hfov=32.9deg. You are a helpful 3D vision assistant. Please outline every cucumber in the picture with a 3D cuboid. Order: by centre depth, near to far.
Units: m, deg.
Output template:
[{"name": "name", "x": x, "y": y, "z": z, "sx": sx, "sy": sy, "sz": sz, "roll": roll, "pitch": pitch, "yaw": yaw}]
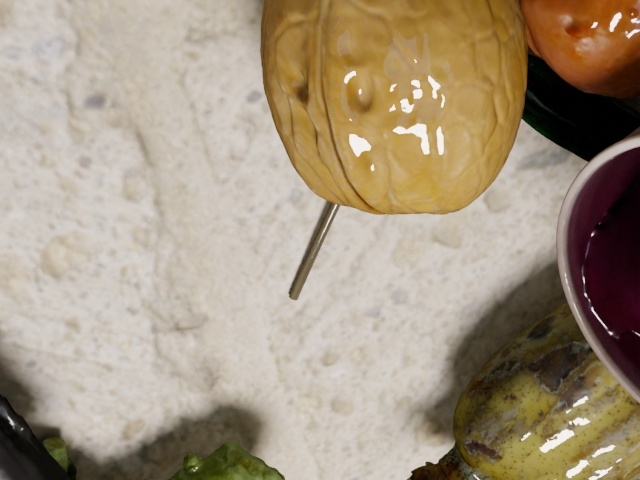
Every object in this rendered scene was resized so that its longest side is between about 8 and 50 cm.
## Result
[{"name": "cucumber", "x": 0.227, "y": -0.064, "z": 0.795, "sx": 0.284, "sy": 0.056, "sz": 0.056, "roll": 30, "pitch": 108, "yaw": -29}]

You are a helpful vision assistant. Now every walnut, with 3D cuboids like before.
[{"name": "walnut", "x": 0.044, "y": -0.110, "z": 0.664, "sx": 0.165, "sy": 0.165, "sz": 0.197, "roll": -12, "pitch": 126, "yaw": -6}]

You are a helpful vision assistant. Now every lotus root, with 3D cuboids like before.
[{"name": "lotus root", "x": 0.181, "y": 0.148, "z": 0.851, "sx": 0.278, "sy": 0.154, "sz": 0.154, "roll": -41, "pitch": 119, "yaw": 8}]

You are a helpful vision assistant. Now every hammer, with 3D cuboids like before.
[{"name": "hammer", "x": 0.000, "y": 0.000, "z": 0.798, "sx": 0.035, "sy": 0.019, "sz": 0.110, "roll": 14, "pitch": 117, "yaw": -20}]

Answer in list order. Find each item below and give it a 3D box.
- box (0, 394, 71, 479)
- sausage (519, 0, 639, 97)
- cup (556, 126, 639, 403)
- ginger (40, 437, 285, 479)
[{"name": "box", "x": -0.395, "y": 0.162, "z": 0.727, "sx": 0.359, "sy": 0.091, "sz": 0.350, "roll": -31, "pitch": 110, "yaw": 5}, {"name": "sausage", "x": 0.214, "y": -0.209, "z": 0.649, "sx": 0.141, "sy": 0.153, "sz": 0.268, "roll": 4, "pitch": 123, "yaw": -39}, {"name": "cup", "x": 0.323, "y": 0.006, "z": 0.697, "sx": 0.273, "sy": 0.208, "sz": 0.288, "roll": -35, "pitch": 106, "yaw": -30}, {"name": "ginger", "x": -0.171, "y": 0.222, "z": 0.833, "sx": 0.290, "sy": 0.089, "sz": 0.137, "roll": 0, "pitch": 79, "yaw": 3}]
